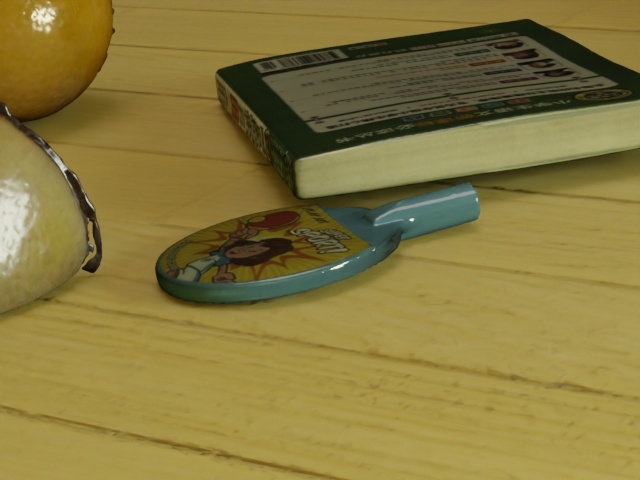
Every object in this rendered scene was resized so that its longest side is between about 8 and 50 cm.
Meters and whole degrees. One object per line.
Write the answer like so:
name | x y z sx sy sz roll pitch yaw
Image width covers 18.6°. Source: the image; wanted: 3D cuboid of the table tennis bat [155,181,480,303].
table tennis bat | 0.000 0.000 0.898 0.155 0.019 0.100 -14 18 -14

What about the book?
book | 0.059 -0.077 1.066 0.202 0.027 0.264 -9 16 -10

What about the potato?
potato | -0.242 -0.011 0.872 0.261 0.120 0.100 -3 26 12

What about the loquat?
loquat | -0.192 -0.136 1.178 0.141 0.141 0.141 -6 19 2
